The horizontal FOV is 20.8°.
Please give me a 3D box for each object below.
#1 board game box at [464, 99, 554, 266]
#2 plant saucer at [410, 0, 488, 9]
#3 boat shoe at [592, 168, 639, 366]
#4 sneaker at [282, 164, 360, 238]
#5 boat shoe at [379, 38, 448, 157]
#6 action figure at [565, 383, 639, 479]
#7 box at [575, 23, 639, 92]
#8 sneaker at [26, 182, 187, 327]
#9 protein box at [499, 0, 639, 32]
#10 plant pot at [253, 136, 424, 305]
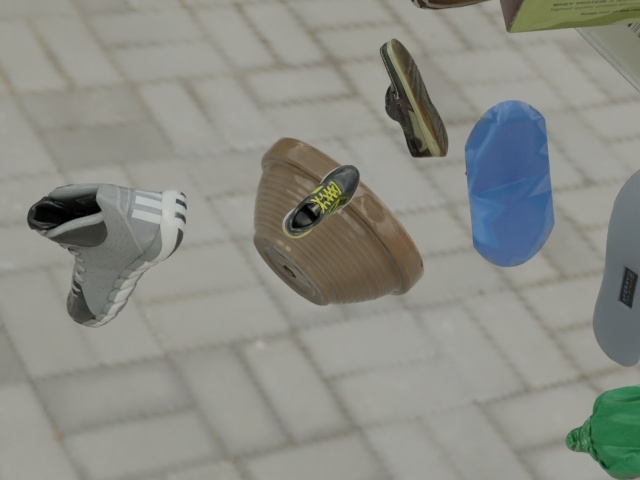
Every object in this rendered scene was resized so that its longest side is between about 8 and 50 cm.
[{"bbox_3d":[0.181,-0.057,1.769,0.033,0.169,0.133,4,16,44],"label":"board game box"},{"bbox_3d":[0.187,-0.234,1.230,0.278,0.278,0.041,-17,85,-38],"label":"plant saucer"},{"bbox_3d":[0.484,0.011,2.371,0.156,0.367,0.136,-28,51,-31],"label":"boat shoe"},{"bbox_3d":[0.003,-0.031,1.491,0.031,0.083,0.035,45,1,-4],"label":"sneaker"},{"bbox_3d":[0.094,-0.151,1.926,0.049,0.152,0.056,-16,28,21],"label":"boat shoe"},{"bbox_3d":[0.315,0.164,1.500,0.232,0.137,0.063,-8,-6,35],"label":"action figure"},{"bbox_3d":[0.362,-0.190,1.558,0.148,0.121,0.311,48,25,19],"label":"box"},{"bbox_3d":[-0.232,0.002,1.696,0.132,0.228,0.086,16,53,-26],"label":"sneaker"},{"bbox_3d":[0.208,-0.229,0.975,0.200,0.201,0.136,-6,69,-11],"label":"protein box"},{"bbox_3d":[0.000,0.000,2.056,0.237,0.237,0.110,37,74,21],"label":"plant pot"}]
